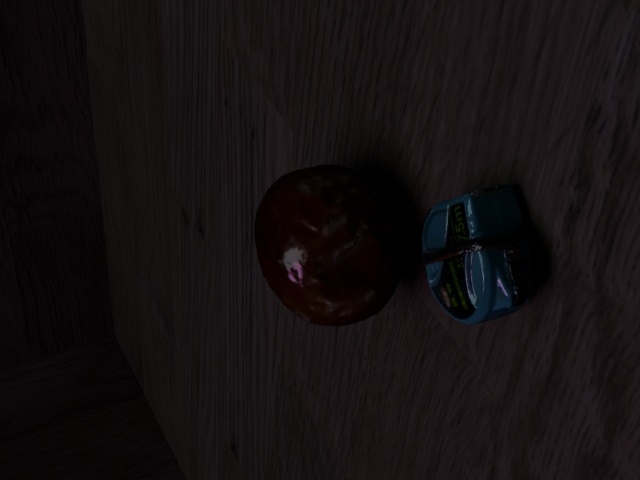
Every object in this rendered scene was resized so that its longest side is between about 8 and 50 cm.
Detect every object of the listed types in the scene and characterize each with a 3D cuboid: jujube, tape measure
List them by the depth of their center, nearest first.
[{"bbox_3d":[0.152,0.017,1.029,0.146,0.081,0.125,159,97,-68],"label":"tape measure"},{"bbox_3d":[0.000,0.000,1.260,0.255,0.190,0.190,-159,55,-71],"label":"jujube"}]
